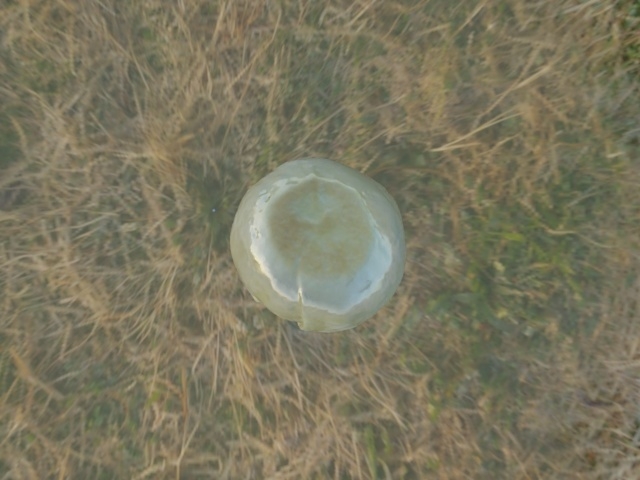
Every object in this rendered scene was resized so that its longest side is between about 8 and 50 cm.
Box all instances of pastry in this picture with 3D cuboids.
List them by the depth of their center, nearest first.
[{"bbox_3d":[0.000,0.000,0.956,0.157,0.092,0.156,3,72,-10],"label":"pastry"}]
